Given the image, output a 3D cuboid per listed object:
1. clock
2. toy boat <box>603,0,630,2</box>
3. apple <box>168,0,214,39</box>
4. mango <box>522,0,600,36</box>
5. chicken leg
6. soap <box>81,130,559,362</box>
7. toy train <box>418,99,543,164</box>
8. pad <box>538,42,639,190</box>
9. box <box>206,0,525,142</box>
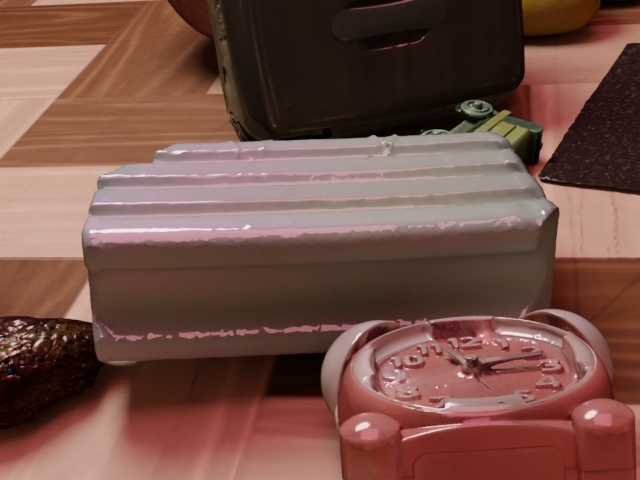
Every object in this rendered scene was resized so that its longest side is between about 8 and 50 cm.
[{"bbox_3d":[0.082,0.098,0.585,0.166,0.093,0.162,-4,20,4],"label":"clock"},{"bbox_3d":[0.360,-0.361,1.278,0.227,0.085,0.155,-22,61,-24],"label":"toy boat"},{"bbox_3d":[-0.042,-0.325,1.176,0.305,0.235,0.306,1,7,0],"label":"apple"},{"bbox_3d":[0.213,-0.273,1.205,0.194,0.092,0.130,-4,36,25],"label":"mango"},{"bbox_3d":[-0.235,0.084,0.689,0.234,0.063,0.105,-5,33,-2],"label":"chicken leg"},{"bbox_3d":[0.000,0.000,0.724,0.289,0.095,0.173,-3,24,-4],"label":"soap"},{"bbox_3d":[0.132,-0.077,0.912,0.081,0.050,0.122,21,38,31],"label":"toy train"},{"bbox_3d":[0.346,-0.113,0.976,0.220,0.004,0.330,9,33,26],"label":"pad"},{"bbox_3d":[0.042,-0.209,0.994,0.290,0.220,0.166,-13,18,-9],"label":"box"}]
